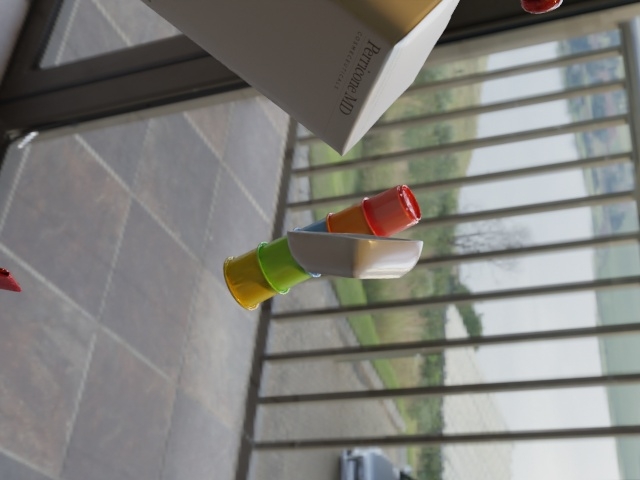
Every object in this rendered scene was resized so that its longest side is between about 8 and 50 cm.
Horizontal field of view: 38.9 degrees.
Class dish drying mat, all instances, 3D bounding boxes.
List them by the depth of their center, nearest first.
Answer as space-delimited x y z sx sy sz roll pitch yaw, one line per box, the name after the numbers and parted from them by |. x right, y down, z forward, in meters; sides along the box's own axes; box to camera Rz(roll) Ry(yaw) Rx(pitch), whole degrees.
-0.278 0.033 0.782 0.083 0.032 0.008 134 -35 -74 | dish drying mat

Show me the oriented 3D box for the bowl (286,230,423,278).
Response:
0.043 0.018 1.142 0.142 0.142 0.053 1 92 -46 | bowl

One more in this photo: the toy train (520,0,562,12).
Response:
0.230 -0.333 0.989 0.248 0.143 0.105 -41 126 -38 | toy train

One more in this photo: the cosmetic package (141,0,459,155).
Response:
-0.053 -0.284 0.914 0.155 0.365 0.197 -47 171 -30 | cosmetic package

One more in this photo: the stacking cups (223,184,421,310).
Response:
0.000 0.000 1.393 0.096 0.316 0.096 49 24 -31 | stacking cups
